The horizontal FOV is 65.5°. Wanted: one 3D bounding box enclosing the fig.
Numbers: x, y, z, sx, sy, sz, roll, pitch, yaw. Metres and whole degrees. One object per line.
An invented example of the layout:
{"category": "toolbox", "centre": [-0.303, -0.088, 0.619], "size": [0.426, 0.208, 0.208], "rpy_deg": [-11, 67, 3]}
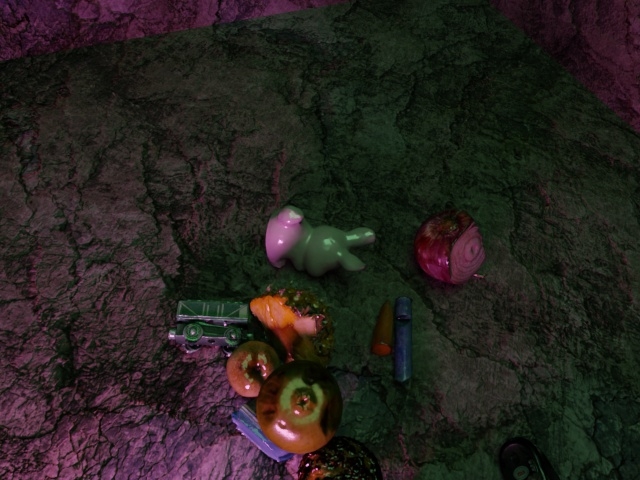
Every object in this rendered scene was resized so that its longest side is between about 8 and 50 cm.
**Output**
{"category": "fig", "centre": [-0.058, 0.456, 1.359], "size": [0.239, 0.271, 0.240], "rpy_deg": [1, 62, -3]}

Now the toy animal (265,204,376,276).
{"category": "toy animal", "centre": [-0.004, 0.005, 1.725], "size": [0.367, 0.241, 0.196], "rpy_deg": [18, 56, 3]}

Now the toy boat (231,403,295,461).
{"category": "toy boat", "centre": [-0.149, 0.537, 1.425], "size": [0.215, 0.088, 0.102], "rpy_deg": [35, 54, 16]}

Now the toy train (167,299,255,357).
{"category": "toy train", "centre": [-0.338, 0.275, 1.565], "size": [0.269, 0.115, 0.154], "rpy_deg": [3, 46, -7]}

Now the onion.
{"category": "onion", "centre": [0.457, 0.016, 1.818], "size": [0.256, 0.273, 0.230], "rpy_deg": [-22, 36, -29]}

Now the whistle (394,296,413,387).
{"category": "whistle", "centre": [0.277, 0.332, 1.655], "size": [0.062, 0.062, 0.304], "rpy_deg": [9, 54, -3]}

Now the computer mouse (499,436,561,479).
{"category": "computer mouse", "centre": [0.612, 0.684, 1.426], "size": [0.096, 0.137, 0.233], "rpy_deg": [6, 50, -30]}

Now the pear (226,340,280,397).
{"category": "pear", "centre": [-0.198, 0.381, 1.488], "size": [0.167, 0.136, 0.167], "rpy_deg": [5, 70, -15]}

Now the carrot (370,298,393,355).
{"category": "carrot", "centre": [0.215, 0.282, 1.676], "size": [0.072, 0.072, 0.205], "rpy_deg": [13, 52, 0]}

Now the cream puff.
{"category": "cream puff", "centre": [0.051, 0.634, 1.320], "size": [0.238, 0.165, 0.239], "rpy_deg": [-4, 35, 3]}

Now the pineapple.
{"category": "pineapple", "centre": [-0.014, 0.241, 1.512], "size": [0.209, 0.286, 0.344], "rpy_deg": [-30, 83, -42]}
